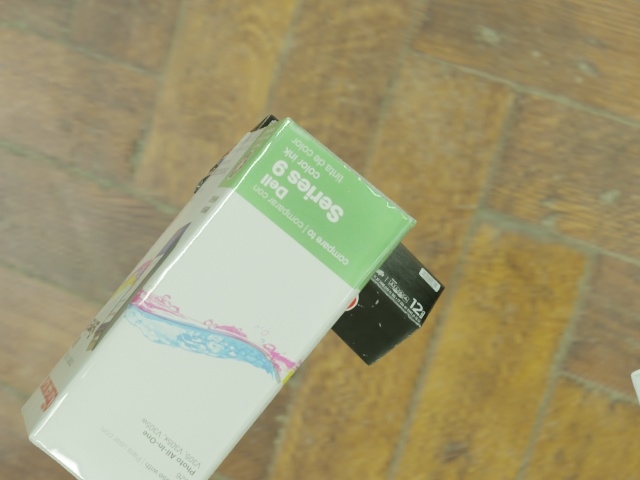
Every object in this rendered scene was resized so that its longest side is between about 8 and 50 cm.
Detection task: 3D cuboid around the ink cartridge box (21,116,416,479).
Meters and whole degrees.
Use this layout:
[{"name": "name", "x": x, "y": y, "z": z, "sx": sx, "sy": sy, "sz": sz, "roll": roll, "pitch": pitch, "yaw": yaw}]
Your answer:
[{"name": "ink cartridge box", "x": -0.060, "y": 0.044, "z": 1.050, "sx": 0.093, "sy": 0.154, "sz": 0.212, "roll": 38, "pitch": 85, "yaw": -8}]

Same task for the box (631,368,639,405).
[{"name": "box", "x": 0.322, "y": 0.120, "z": 1.278, "sx": 0.182, "sy": 0.181, "sz": 0.119, "roll": -19, "pitch": 76, "yaw": 21}]

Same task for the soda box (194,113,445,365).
[{"name": "soda box", "x": 0.000, "y": 0.000, "z": 1.300, "sx": 0.169, "sy": 0.053, "sz": 0.060, "roll": 45, "pitch": 128, "yaw": -7}]
